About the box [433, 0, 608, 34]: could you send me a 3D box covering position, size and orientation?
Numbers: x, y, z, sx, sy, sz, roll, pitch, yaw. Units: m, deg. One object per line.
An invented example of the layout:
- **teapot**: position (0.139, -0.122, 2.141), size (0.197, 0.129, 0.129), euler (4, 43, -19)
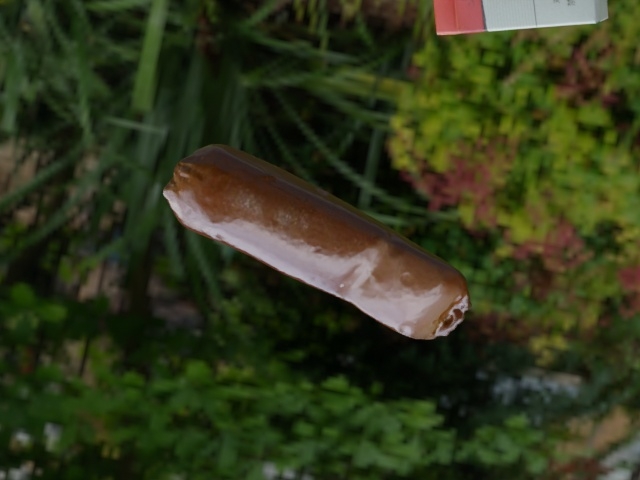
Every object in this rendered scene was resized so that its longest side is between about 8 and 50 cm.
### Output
- **box**: position (0.174, -0.238, 1.436), size (0.152, 0.100, 0.048), euler (0, -168, 29)

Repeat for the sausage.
- **sausage**: position (0.001, 0.000, 1.697), size (0.348, 0.097, 0.094), euler (26, -157, -14)
